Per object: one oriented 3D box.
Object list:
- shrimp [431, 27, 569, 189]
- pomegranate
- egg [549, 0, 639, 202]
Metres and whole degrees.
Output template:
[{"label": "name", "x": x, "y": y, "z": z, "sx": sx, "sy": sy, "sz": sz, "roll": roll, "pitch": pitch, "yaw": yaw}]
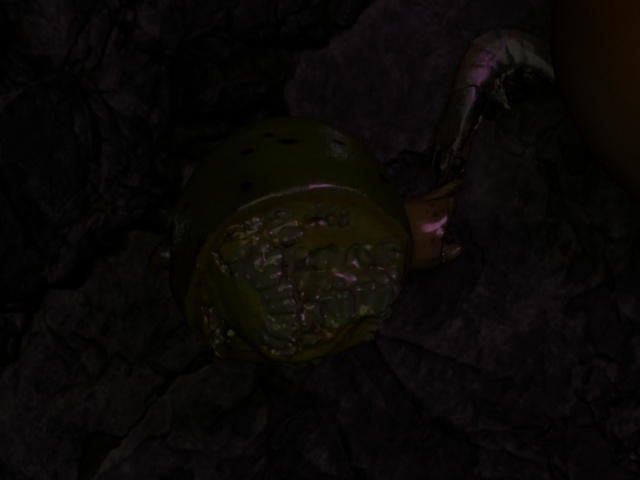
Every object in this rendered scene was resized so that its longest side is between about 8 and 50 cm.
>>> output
[{"label": "shrimp", "x": 0.206, "y": -0.127, "z": 1.099, "sx": 0.148, "sy": 0.035, "sz": 0.195, "roll": 20, "pitch": 94, "yaw": 3}, {"label": "pomegranate", "x": 0.000, "y": 0.000, "z": 1.038, "sx": 0.341, "sy": 0.260, "sz": 0.260, "roll": -8, "pitch": 93, "yaw": -24}, {"label": "egg", "x": 0.354, "y": -0.168, "z": 0.968, "sx": 0.250, "sy": 0.250, "sz": 0.322, "roll": -19, "pitch": 95, "yaw": 8}]
